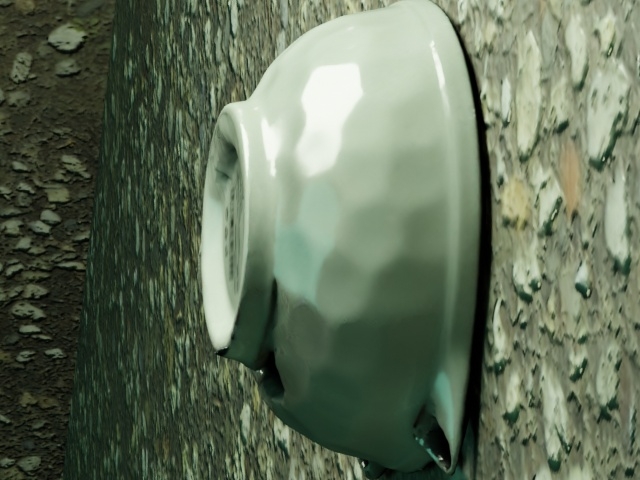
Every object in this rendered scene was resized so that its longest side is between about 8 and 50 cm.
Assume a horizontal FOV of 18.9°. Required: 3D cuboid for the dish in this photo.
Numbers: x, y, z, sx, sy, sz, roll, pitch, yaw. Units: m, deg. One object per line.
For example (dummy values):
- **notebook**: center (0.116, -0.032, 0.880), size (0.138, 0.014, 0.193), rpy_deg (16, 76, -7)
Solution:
- **dish**: center (0.000, 0.000, 1.103), size (0.303, 0.120, 0.303), rpy_deg (-178, 90, -77)
